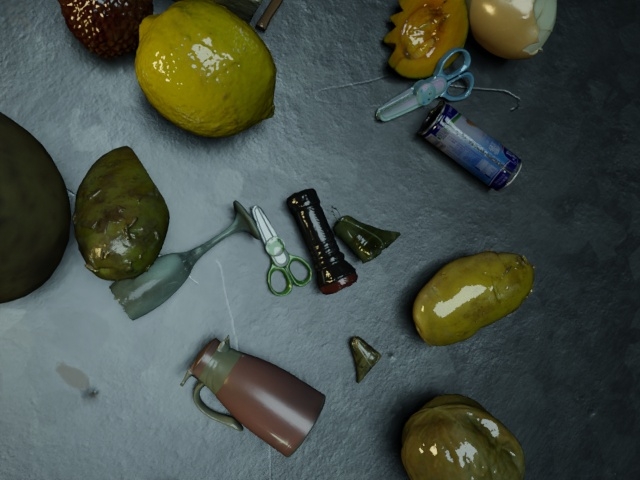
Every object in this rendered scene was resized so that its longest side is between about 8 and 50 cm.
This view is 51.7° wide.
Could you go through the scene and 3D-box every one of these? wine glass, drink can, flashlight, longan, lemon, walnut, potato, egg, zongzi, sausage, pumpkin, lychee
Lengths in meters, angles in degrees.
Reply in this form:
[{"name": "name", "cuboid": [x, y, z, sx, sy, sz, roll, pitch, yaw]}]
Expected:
[{"name": "wine glass", "cuboid": [-0.324, -0.021, 1.364, 0.309, 0.096, 0.264, -34, 72, -14]}, {"name": "drink can", "cuboid": [0.345, -0.216, 1.521, 0.235, 0.097, 0.097, 34, 79, -10]}, {"name": "flashlight", "cuboid": [0.000, 0.000, 1.425, 0.093, 0.093, 0.232, -23, 87, -15]}, {"name": "longan", "cuboid": [-0.640, -0.054, 1.122, 0.404, 0.336, 0.404, -1, 91, -37]}, {"name": "lemon", "cuboid": [-0.218, -0.327, 1.296, 0.310, 0.253, 0.253, 35, 78, -24]}, {"name": "walnut", "cuboid": [0.300, 0.465, 1.398, 0.283, 0.283, 0.227, 51, 36, -7]}, {"name": "potato", "cuboid": [0.341, 0.120, 1.476, 0.300, 0.140, 0.173, -26, 100, -9]}, {"name": "egg", "cuboid": [0.425, -0.533, 1.511, 0.244, 0.201, 0.201, 31, 79, 2]}, {"name": "zongzi", "cuboid": [0.081, 0.261, 1.455, 0.076, 0.040, 0.083, 40, 95, -2]}, {"name": "sausage", "cuboid": [-0.106, -0.514, 1.455, 0.026, 0.026, 0.116, 30, 79, -11]}, {"name": "zongzi", "cuboid": [0.093, -0.035, 1.477, 0.154, 0.062, 0.130, 46, 55, 8]}, {"name": "potato", "cuboid": [-0.379, -0.060, 1.260, 0.176, 0.141, 0.298, -2, 62, -14]}, {"name": "pumpkin", "cuboid": [0.252, -0.493, 1.517, 0.149, 0.130, 0.254, 20, 112, -42]}, {"name": "lychee", "cuboid": [-0.421, -0.454, 1.293, 0.188, 0.188, 0.188, 1, 86, -15]}]

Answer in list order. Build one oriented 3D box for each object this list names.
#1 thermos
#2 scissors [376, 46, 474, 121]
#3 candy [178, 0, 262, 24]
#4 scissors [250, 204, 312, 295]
[{"name": "thermos", "cuboid": [-0.144, 0.315, 1.343, 0.265, 0.146, 0.176, 33, 104, -3]}, {"name": "scissors", "cuboid": [0.240, -0.342, 1.519, 0.256, 0.030, 0.125, -29, 129, -7]}, {"name": "candy", "cuboid": [-0.260, -0.568, 1.339, 0.320, 0.179, 0.135, 21, 82, -12]}, {"name": "scissors", "cuboid": [-0.097, 0.015, 1.423, 0.101, 0.027, 0.204, -26, 95, -16]}]
